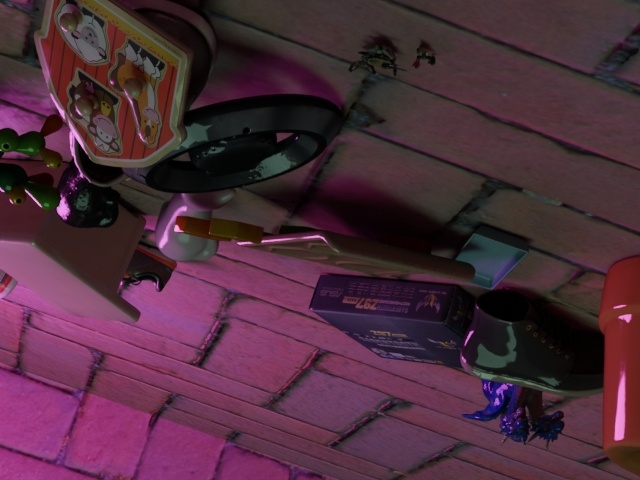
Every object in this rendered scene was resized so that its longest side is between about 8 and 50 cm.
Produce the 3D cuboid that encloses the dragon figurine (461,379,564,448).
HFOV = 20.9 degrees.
[{"bbox_3d":[0.255,0.227,2.417,0.085,0.144,0.289,23,163,-16],"label":"dragon figurine"}]

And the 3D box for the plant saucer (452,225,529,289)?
[{"bbox_3d":[0.194,0.020,2.039,0.067,0.018,0.192,19,163,-2],"label":"plant saucer"}]

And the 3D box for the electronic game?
[{"bbox_3d":[-0.089,-0.099,1.756,0.229,0.048,0.229,-13,167,-3],"label":"electronic game"}]

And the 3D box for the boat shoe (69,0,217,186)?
[{"bbox_3d":[-0.186,-0.144,1.746,0.116,0.097,0.324,23,159,-11],"label":"boat shoe"}]

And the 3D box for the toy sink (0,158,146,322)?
[{"bbox_3d":[-0.339,-0.002,2.334,0.152,0.131,0.234,4,154,39],"label":"toy sink"}]

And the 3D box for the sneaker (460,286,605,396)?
[{"bbox_3d":[0.292,0.127,2.172,0.222,0.083,0.118,3,138,-3],"label":"sneaker"}]

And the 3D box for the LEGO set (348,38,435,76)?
[{"bbox_3d":[0.064,-0.168,1.568,0.083,0.023,0.054,0,161,14],"label":"LEGO set"}]

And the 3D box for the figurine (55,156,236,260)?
[{"bbox_3d":[-0.208,-0.063,2.089,0.214,0.092,0.209,19,160,-6],"label":"figurine"}]

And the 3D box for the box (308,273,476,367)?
[{"bbox_3d":[0.128,0.112,2.331,0.232,0.059,0.183,4,157,39],"label":"box"}]

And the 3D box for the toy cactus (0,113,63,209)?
[{"bbox_3d":[-0.403,-0.117,2.067,0.219,0.112,0.180,35,153,-23],"label":"toy cactus"}]

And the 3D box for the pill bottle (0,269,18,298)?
[{"bbox_3d":[-0.538,0.007,2.614,0.180,0.108,0.108,26,162,-26],"label":"pill bottle"}]

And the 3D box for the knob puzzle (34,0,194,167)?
[{"bbox_3d":[-0.207,-0.143,1.650,0.213,0.030,0.213,24,132,29],"label":"knob puzzle"}]

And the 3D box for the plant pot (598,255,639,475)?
[{"bbox_3d":[0.435,0.165,1.925,0.290,0.204,0.291,16,164,5],"label":"plant pot"}]

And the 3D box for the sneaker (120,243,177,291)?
[{"bbox_3d":[-0.287,0.030,2.494,0.158,0.065,0.061,20,164,-7],"label":"sneaker"}]

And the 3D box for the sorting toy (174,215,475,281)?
[{"bbox_3d":[0.000,0.000,2.030,0.307,0.041,0.229,13,175,-32],"label":"sorting toy"}]
